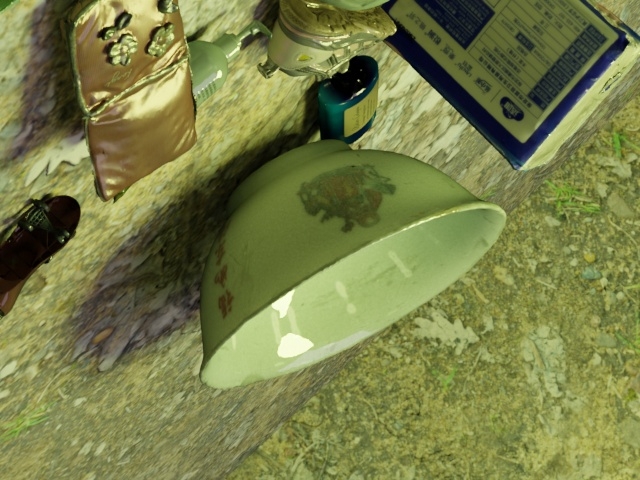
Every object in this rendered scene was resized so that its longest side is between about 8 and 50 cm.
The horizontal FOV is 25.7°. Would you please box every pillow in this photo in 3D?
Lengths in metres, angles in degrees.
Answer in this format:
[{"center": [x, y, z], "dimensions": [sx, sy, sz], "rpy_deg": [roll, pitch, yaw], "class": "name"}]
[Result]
[{"center": [-0.163, -0.140, 1.225], "dimensions": [0.126, 0.043, 0.232], "rpy_deg": [-36, 147, -25], "class": "pillow"}]

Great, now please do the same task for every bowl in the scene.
[{"center": [0.000, 0.000, 1.784], "dimensions": [0.435, 0.196, 0.435], "rpy_deg": [-27, 163, -9], "class": "bowl"}]

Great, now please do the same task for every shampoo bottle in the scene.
[{"center": [-0.132, -0.151, 1.346], "dimensions": [0.195, 0.056, 0.056], "rpy_deg": [-41, 166, -16], "class": "shampoo bottle"}, {"center": [0.035, -0.178, 1.752], "dimensions": [0.087, 0.050, 0.183], "rpy_deg": [-37, 165, -10], "class": "shampoo bottle"}]

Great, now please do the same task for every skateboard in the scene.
[{"center": [-0.292, 0.018, 1.379], "dimensions": [0.151, 0.067, 0.080], "rpy_deg": [-46, 176, -12], "class": "skateboard"}]

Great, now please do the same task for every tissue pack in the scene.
[{"center": [0.219, -0.242, 1.639], "dimensions": [0.209, 0.269, 0.137], "rpy_deg": [-53, 163, 29], "class": "tissue pack"}]

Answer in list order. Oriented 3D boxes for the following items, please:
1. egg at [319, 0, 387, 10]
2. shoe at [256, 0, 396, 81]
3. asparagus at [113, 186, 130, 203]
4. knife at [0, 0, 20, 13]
[{"center": [0.041, -0.284, 1.309], "dimensions": [0.164, 0.131, 0.131], "rpy_deg": [-39, 166, -48], "class": "egg"}, {"center": [0.006, -0.213, 1.491], "dimensions": [0.180, 0.089, 0.092], "rpy_deg": [-19, 150, -55], "class": "shoe"}, {"center": [-0.186, -0.082, 1.458], "dimensions": [0.108, 0.021, 0.025], "rpy_deg": [-48, 162, 13], "class": "asparagus"}, {"center": [-0.275, -0.145, 1.045], "dimensions": [0.212, 0.015, 0.054], "rpy_deg": [-45, 174, -1], "class": "knife"}]
